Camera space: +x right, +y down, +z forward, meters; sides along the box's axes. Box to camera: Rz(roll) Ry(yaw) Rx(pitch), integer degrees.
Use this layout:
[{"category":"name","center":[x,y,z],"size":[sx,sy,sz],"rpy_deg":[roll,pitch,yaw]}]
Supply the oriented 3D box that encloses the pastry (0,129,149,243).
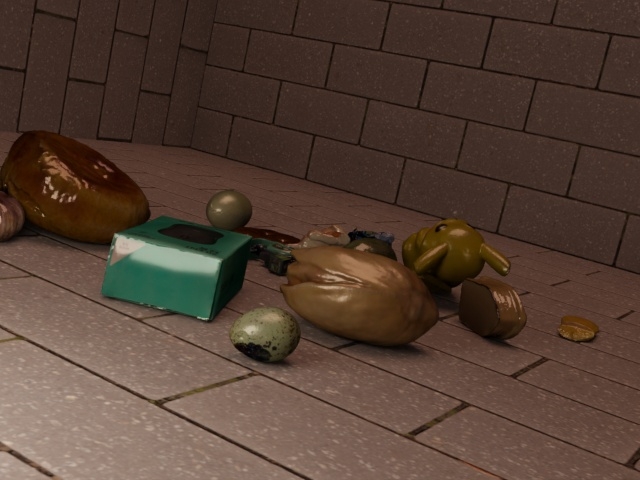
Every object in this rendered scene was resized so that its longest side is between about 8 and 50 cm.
[{"category":"pastry","center":[-0.545,-0.113,1.848],"size":[0.356,0.164,0.356],"rpy_deg":[34,9,-6]}]

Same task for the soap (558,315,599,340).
[{"category":"soap","center":[0.606,0.205,1.944],"size":[0.089,0.033,0.168],"rpy_deg":[13,10,18]}]

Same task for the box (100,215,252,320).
[{"category":"box","center":[-0.256,0.042,1.554],"size":[0.205,0.118,0.311],"rpy_deg":[11,9,4]}]

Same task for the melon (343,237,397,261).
[{"category":"melon","center":[0.116,0.051,1.983],"size":[0.167,0.114,0.114],"rpy_deg":[0,16,-43]}]

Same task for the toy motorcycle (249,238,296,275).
[{"category":"toy motorcycle","center":[-0.129,0.032,1.956],"size":[0.173,0.058,0.100],"rpy_deg":[21,19,34]}]

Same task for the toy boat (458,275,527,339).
[{"category":"toy boat","center":[0.359,0.145,1.750],"size":[0.061,0.116,0.188],"rpy_deg":[4,9,-20]}]

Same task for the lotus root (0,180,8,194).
[{"category":"lotus root","center":[-0.757,-0.108,1.866],"size":[0.110,0.097,0.258],"rpy_deg":[7,7,-15]}]

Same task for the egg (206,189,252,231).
[{"category":"egg","center":[-0.251,-0.081,2.272],"size":[0.114,0.114,0.152],"rpy_deg":[18,10,30]}]

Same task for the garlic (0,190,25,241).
[{"category":"garlic","center":[-0.671,-0.058,1.656],"size":[0.159,0.102,0.147],"rpy_deg":[16,9,15]}]

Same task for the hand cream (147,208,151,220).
[{"category":"hand cream","center":[-0.498,-0.092,2.215],"size":[0.075,0.052,0.248],"rpy_deg":[9,10,-24]}]

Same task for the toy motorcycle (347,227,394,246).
[{"category":"toy motorcycle","center":[0.132,0.020,2.265],"size":[0.136,0.092,0.254],"rpy_deg":[4,18,6]}]

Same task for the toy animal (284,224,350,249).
[{"category":"toy animal","center":[-0.011,0.009,2.130],"size":[0.184,0.104,0.185],"rpy_deg":[3,14,1]}]

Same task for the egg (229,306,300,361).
[{"category":"egg","center":[-0.085,0.144,1.275],"size":[0.110,0.085,0.085],"rpy_deg":[1,13,-23]}]

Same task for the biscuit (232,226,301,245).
[{"category":"biscuit","center":[-0.131,-0.002,2.200],"size":[0.212,0.036,0.212],"rpy_deg":[13,9,-2]}]

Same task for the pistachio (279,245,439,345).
[{"category":"pistachio","center":[0.072,0.102,1.501],"size":[0.293,0.162,0.181],"rpy_deg":[13,-17,4]}]

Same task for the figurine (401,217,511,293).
[{"category":"figurine","center":[0.291,0.042,1.980],"size":[0.218,0.169,0.327],"rpy_deg":[-1,-11,-10]}]
